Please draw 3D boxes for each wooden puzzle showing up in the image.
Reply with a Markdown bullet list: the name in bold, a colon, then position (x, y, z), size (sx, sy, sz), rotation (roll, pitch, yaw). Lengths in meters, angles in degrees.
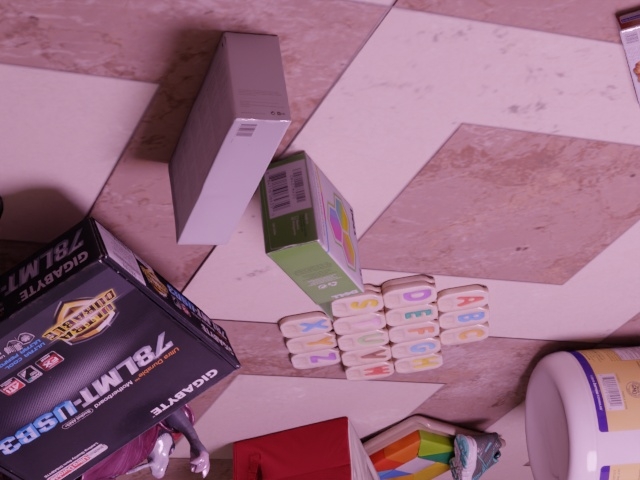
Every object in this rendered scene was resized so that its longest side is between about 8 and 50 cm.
- **wooden puzzle**: position (0.153, 0.358, 2.453), size (0.239, 0.044, 0.221), rotation (-29, 147, 35)

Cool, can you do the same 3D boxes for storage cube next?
- **storage cube**: position (-0.016, 0.416, 2.323), size (0.193, 0.183, 0.215), rotation (-15, 134, 12)

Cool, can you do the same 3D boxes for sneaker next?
- **sneaker**: position (0.253, 0.357, 2.400), size (0.076, 0.065, 0.166), rotation (-14, 151, -11)

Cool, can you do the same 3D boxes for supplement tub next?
- **supplement tub**: position (0.486, 0.270, 2.166), size (0.331, 0.241, 0.241), rotation (-3, 152, -10)

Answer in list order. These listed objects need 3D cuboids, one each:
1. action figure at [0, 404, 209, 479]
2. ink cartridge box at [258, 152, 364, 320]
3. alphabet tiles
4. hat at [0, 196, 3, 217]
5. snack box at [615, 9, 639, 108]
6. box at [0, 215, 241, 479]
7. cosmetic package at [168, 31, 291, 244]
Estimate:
- **action figure**: position (-0.309, 0.276, 2.025), size (0.248, 0.275, 0.370), rotation (-44, 168, 17)
- **ink cartridge box**: position (0.000, 0.000, 1.651), size (0.062, 0.109, 0.209), rotation (-15, 152, 15)
- **alphabet tiles**: position (0.091, 0.123, 2.011), size (0.278, 0.021, 0.284), rotation (-10, 152, 2)
- **hat**: position (-0.467, 0.026, 1.512), size (0.134, 0.331, 0.331), rotation (42, 138, -4)
- **snack box**: position (0.341, -0.179, 1.497), size (0.064, 0.022, 0.178), rotation (-16, 152, 12)
- **box**: position (-0.285, 0.140, 1.677), size (0.295, 0.073, 0.293), rotation (-33, 138, 8)
- **cosmetic package**: position (-0.092, -0.094, 1.460), size (0.060, 0.099, 0.239), rotation (0, 152, -20)
